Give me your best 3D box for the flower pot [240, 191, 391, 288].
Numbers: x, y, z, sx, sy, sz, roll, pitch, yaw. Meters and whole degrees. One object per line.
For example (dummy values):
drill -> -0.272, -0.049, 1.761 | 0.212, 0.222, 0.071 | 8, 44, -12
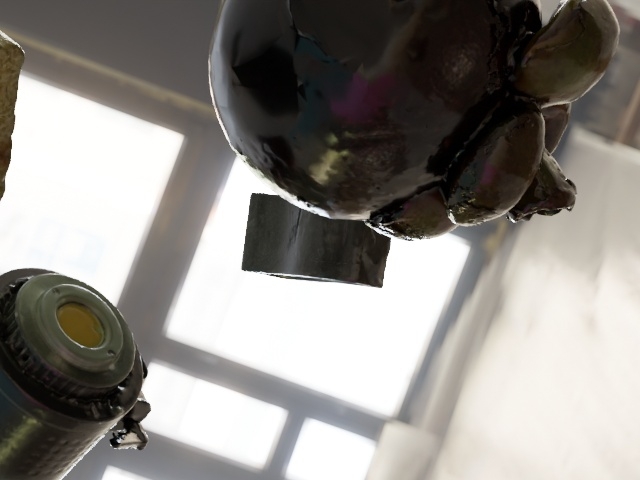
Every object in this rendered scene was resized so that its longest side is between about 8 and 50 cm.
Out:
flower pot -> 0.000, 0.000, 2.280 | 0.229, 0.103, 0.108 | 5, -95, 52

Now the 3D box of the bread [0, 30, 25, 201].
bread -> -0.373, -0.098, 1.749 | 0.178, 0.142, 0.266 | -107, -151, -51

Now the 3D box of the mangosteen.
mangosteen -> 0.085, -0.190, 1.873 | 0.381, 0.421, 0.381 | -41, 148, -33

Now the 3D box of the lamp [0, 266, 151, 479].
lamp -> -0.336, 0.163, 1.943 | 0.205, 0.374, 0.272 | 60, -35, 24
